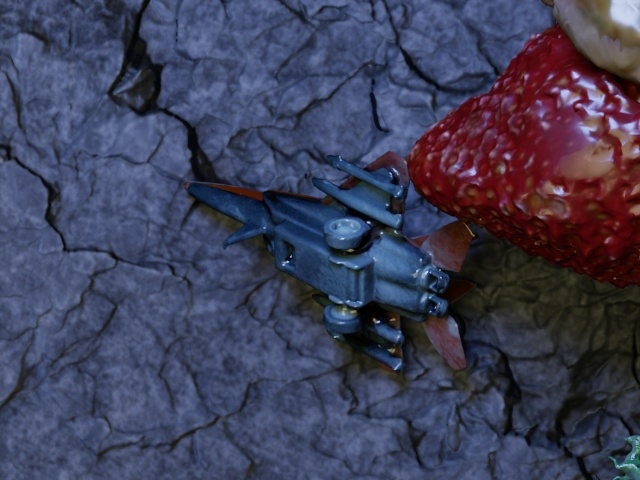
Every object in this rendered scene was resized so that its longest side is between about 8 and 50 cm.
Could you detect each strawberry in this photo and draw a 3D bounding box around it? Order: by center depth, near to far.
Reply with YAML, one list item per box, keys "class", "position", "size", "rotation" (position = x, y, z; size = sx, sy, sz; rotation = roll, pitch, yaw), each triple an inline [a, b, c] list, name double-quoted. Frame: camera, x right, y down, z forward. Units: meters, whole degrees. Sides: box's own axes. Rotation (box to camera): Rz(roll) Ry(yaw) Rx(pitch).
- class: "strawberry"
  position: [0.231, -0.059, 1.510]
  size: [0.257, 0.261, 0.261]
  rotation: [-46, 73, 22]

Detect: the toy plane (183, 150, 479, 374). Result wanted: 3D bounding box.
- class: "toy plane"
  position: [-0.004, 0.003, 1.689]
  size: [0.326, 0.104, 0.223]
  rotation: [17, 125, 26]

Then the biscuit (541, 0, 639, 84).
- class: "biscuit"
  position: [0.368, -0.270, 1.409]
  size: [0.429, 0.104, 0.446]
  rotation: [24, 67, 32]

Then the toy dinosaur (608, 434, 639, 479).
- class: "toy dinosaur"
  position: [0.282, 0.201, 1.609]
  size: [0.083, 0.021, 0.062]
  rotation: [18, 84, 23]

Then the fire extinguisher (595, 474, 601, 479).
- class: "fire extinguisher"
  position: [0.338, 0.134, 1.534]
  size: [0.147, 0.106, 0.337]
  rotation: [29, 100, 9]
